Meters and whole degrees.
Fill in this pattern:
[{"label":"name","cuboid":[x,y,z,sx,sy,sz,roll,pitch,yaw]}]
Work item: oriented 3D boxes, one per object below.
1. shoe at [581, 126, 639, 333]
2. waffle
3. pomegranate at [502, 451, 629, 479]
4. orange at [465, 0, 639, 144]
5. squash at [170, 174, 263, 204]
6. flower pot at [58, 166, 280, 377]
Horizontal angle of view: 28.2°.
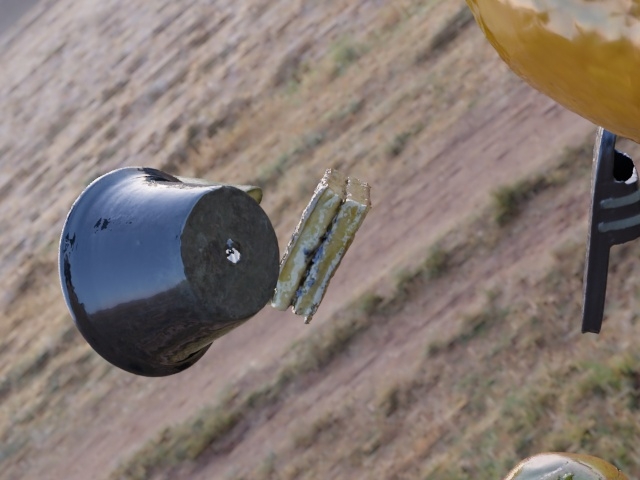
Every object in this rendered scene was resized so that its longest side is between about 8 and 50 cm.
[{"label":"shoe","cuboid":[0.225,-0.010,0.952,0.049,0.179,0.071,3,28,10]},{"label":"waffle","cuboid":[-0.001,0.000,2.037,0.213,0.091,0.308,-63,1,10]},{"label":"pomegranate","cuboid":[0.306,0.363,1.579,0.210,0.210,0.235,-44,-16,-8]},{"label":"orange","cuboid":[0.185,-0.174,0.483,0.312,0.312,0.312,-35,20,15]},{"label":"squash","cuboid":[-0.155,-0.039,1.972,0.093,0.252,0.169,-54,46,32]},{"label":"flower pot","cuboid":[-0.140,0.023,1.357,0.148,0.235,0.235,-12,34,41]}]
